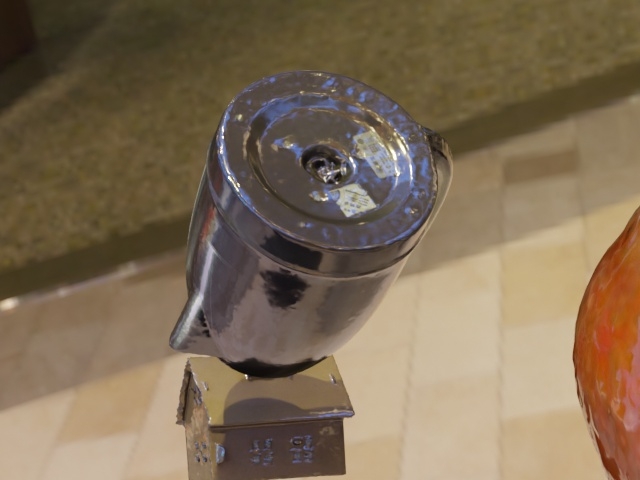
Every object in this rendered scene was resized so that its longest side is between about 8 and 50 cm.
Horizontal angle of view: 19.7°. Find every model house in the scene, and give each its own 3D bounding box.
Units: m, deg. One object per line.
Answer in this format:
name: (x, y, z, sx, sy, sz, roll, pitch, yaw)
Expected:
model house: (-0.077, 0.151, 2.125, 0.181, 0.248, 0.176, 0, -6, -24)

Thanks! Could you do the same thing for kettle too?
kettle: (0.000, 0.000, 1.915, 0.321, 0.324, 0.228, -24, 64, -32)

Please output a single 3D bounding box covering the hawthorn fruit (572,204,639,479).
hawthorn fruit: (0.225, 0.086, 0.784, 0.210, 0.210, 0.262, -15, 59, -3)
